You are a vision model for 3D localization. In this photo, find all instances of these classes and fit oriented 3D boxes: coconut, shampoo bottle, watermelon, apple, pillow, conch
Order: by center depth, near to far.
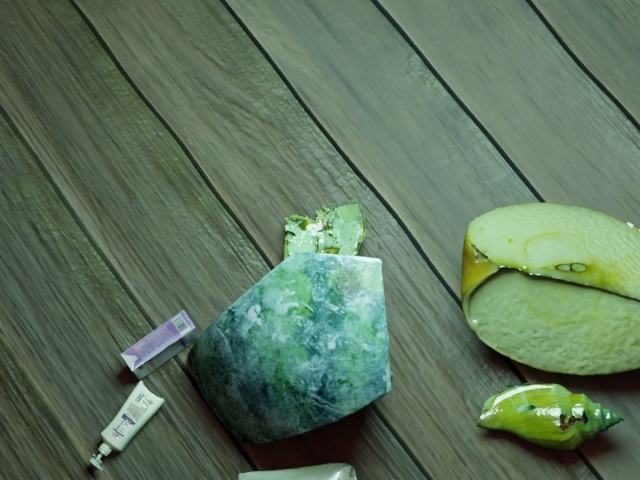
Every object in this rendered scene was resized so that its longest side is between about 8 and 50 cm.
[{"bbox_3d":[-0.025,0.389,1.821,0.181,0.078,0.134,-5,72,0],"label":"pillow"},{"bbox_3d":[-0.006,0.139,1.852,0.387,0.258,0.228,-35,88,36],"label":"watermelon"},{"bbox_3d":[0.371,0.069,1.855,0.346,0.179,0.254,11,86,4],"label":"apple"},{"bbox_3d":[0.335,0.254,1.855,0.201,0.079,0.095,15,55,16],"label":"conch"},{"bbox_3d":[-0.292,0.276,1.892,0.049,0.034,0.141,38,78,6],"label":"shampoo bottle"},{"bbox_3d":[0.003,0.003,1.947,0.133,0.055,0.158,20,54,37],"label":"coconut"}]

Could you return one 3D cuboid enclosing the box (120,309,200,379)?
[{"bbox_3d":[-0.239,0.158,1.918,0.117,0.050,0.036,-36,67,-7],"label":"box"}]
